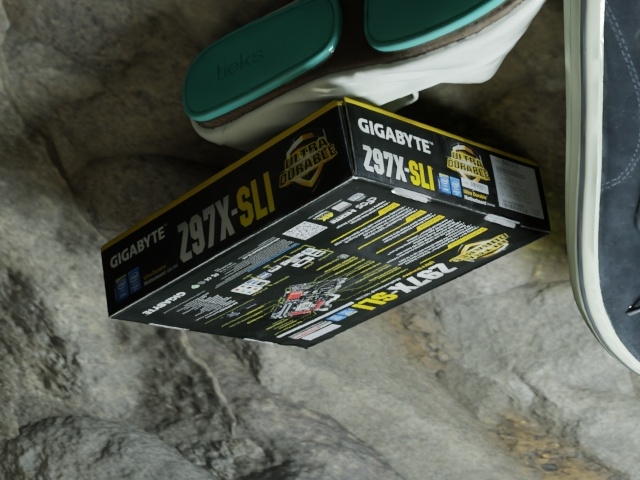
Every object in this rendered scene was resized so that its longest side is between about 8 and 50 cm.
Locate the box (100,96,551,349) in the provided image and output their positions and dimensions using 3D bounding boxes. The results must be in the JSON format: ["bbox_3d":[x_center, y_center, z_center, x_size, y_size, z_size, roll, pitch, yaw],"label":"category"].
[{"bbox_3d":[0.000,0.000,1.262,0.257,0.079,0.322,11,150,-44],"label":"box"}]

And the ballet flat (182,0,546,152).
[{"bbox_3d":[0.061,-0.162,1.138,0.400,0.139,0.139,-20,126,39],"label":"ballet flat"}]

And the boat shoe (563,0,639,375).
[{"bbox_3d":[0.291,-0.057,1.091,0.156,0.187,0.500,19,142,29],"label":"boat shoe"}]
